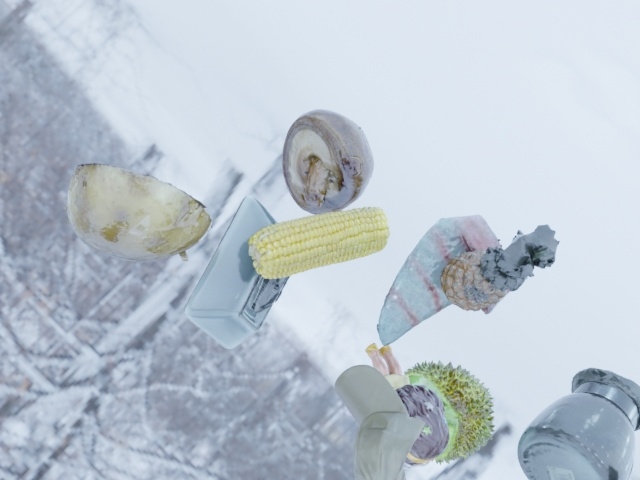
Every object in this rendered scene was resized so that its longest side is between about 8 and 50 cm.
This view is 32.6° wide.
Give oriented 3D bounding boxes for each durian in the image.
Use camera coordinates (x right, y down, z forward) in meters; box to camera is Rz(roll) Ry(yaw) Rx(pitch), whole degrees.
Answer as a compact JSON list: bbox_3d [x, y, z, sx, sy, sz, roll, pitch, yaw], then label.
[{"bbox_3d":[0.279,0.370,2.388,0.176,0.200,0.237,9,-149,-45],"label":"durian"}]

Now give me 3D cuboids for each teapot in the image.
[{"bbox_3d":[0.588,0.416,2.257,0.305,0.285,0.223,47,144,-4],"label":"teapot"}]

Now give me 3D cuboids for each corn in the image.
[{"bbox_3d":[0.000,0.000,1.847,0.093,0.244,0.093,165,90,-71],"label":"corn"}]

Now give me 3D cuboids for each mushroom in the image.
[{"bbox_3d":[0.021,-0.160,2.174,0.231,0.138,0.194,-35,61,51],"label":"mushroom"}]

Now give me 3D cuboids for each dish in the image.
[{"bbox_3d":[-0.118,0.067,1.914,0.080,0.243,0.182,19,164,30],"label":"dish"}]

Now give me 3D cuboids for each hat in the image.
[{"bbox_3d":[0.061,0.290,1.607,0.173,0.144,0.166,30,138,20],"label":"hat"}]

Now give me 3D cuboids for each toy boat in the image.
[{"bbox_3d":[0.211,0.081,2.007,0.206,0.282,0.096,62,172,-17],"label":"toy boat"}]

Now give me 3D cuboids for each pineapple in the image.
[{"bbox_3d":[0.309,0.045,1.858,0.111,0.119,0.237,35,143,-16],"label":"pineapple"}]

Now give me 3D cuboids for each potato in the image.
[{"bbox_3d":[-0.296,-0.020,1.752,0.239,0.116,0.299,13,166,-6],"label":"potato"}]

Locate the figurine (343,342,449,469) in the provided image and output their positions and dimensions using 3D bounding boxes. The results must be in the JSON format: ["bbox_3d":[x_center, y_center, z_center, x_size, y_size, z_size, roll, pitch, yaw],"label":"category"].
[{"bbox_3d":[0.147,0.300,1.997,0.175,0.116,0.240,3,-141,-39],"label":"figurine"}]
